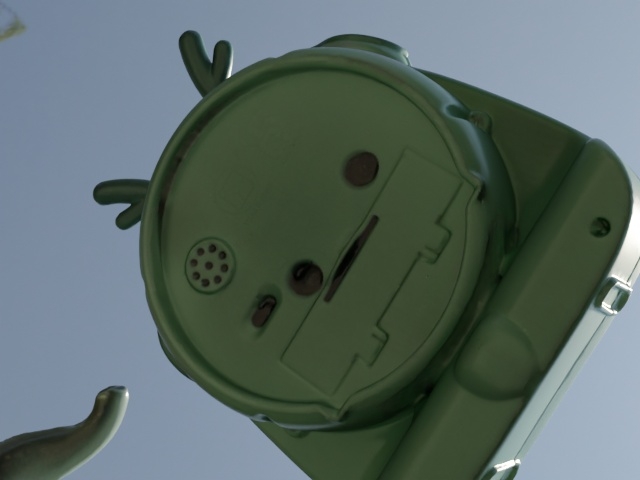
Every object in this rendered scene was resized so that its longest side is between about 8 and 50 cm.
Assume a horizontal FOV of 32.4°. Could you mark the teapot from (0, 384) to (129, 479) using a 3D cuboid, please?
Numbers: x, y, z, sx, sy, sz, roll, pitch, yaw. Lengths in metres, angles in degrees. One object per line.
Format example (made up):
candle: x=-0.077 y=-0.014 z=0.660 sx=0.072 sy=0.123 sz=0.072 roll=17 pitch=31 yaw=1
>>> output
teapot: x=-0.148 y=0.226 z=0.550 sx=0.130 sy=0.193 sz=0.294 roll=-5 pitch=-91 yaw=-16

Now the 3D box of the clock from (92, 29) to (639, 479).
clock: x=0.000 y=0.000 z=0.411 sx=0.211 sy=0.066 sz=0.159 roll=31 pitch=-85 yaw=24
